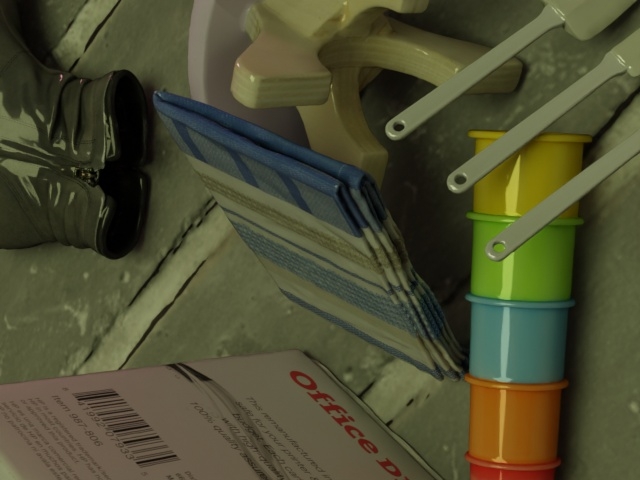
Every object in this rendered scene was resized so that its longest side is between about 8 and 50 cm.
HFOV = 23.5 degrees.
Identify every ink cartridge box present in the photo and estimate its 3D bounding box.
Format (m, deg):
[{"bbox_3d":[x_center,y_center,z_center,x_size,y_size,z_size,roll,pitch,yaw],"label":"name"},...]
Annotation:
[{"bbox_3d":[-0.081,0.240,1.153,0.285,0.395,0.166,43,116,30],"label":"ink cartridge box"}]

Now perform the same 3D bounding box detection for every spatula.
[{"bbox_3d":[0.177,-0.103,1.114,0.242,0.019,0.168,-36,69,-7],"label":"spatula"}]

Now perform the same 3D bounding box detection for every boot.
[{"bbox_3d":[-0.263,-0.151,1.485,0.223,0.118,0.338,-2,99,34],"label":"boot"}]

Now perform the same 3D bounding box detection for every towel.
[{"bbox_3d":[0.000,0.000,1.189,0.209,0.285,0.034,25,70,36],"label":"towel"}]

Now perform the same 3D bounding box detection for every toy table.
[{"bbox_3d":[0.014,-0.150,1.198,0.161,0.252,0.274,44,141,44],"label":"toy table"}]

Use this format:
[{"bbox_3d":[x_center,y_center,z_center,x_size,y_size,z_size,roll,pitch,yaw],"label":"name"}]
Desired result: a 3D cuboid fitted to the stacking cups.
[{"bbox_3d":[0.156,0.074,1.176,0.096,0.096,0.316,6,98,37],"label":"stacking cups"}]
